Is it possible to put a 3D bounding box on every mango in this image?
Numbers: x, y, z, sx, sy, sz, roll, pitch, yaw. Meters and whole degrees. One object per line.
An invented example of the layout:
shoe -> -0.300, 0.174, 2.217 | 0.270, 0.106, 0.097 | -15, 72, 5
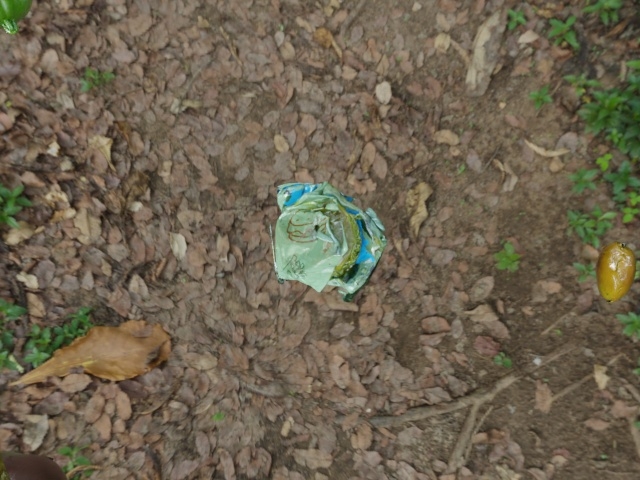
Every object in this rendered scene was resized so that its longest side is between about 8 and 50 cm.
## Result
mango -> 0.567, 0.060, 0.979 | 0.077, 0.063, 0.127 | -19, 115, -19

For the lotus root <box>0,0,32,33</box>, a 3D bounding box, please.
lotus root -> -0.543, -0.415, 0.823 | 0.186, 0.186, 0.186 | 2, 75, -8

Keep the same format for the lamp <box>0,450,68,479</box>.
lamp -> -0.532, 0.442, 0.833 | 0.258, 0.180, 0.180 | -3, 75, 16

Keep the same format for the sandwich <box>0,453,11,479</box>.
sandwich -> -0.405, 0.265, 0.479 | 0.271, 0.099, 0.301 | -21, 90, 20

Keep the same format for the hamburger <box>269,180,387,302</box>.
hamburger -> 0.005, -0.004, 1.146 | 0.276, 0.150, 0.260 | 14, 90, 16
